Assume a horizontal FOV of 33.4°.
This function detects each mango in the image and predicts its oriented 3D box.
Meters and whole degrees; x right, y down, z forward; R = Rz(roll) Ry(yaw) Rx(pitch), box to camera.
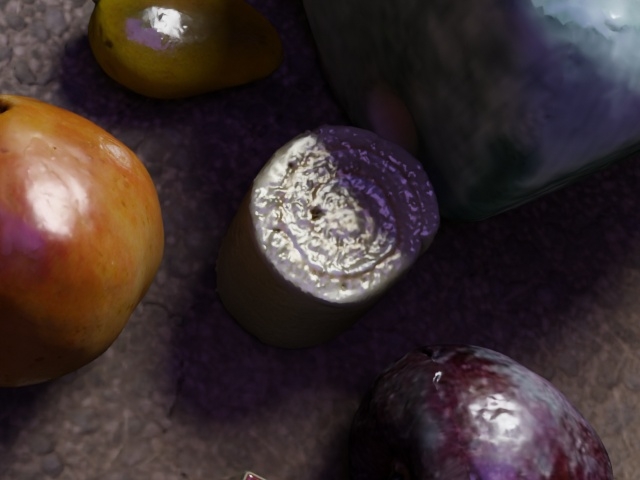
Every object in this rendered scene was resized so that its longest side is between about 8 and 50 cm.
[{"bbox_3d":[-0.109,-0.165,0.875,0.161,0.076,0.103,2,68,-20],"label":"mango"}]

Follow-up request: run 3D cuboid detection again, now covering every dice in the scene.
[{"bbox_3d":[0.187,-0.221,0.840,0.328,0.348,0.330,-22,87,-19],"label":"dice"}]

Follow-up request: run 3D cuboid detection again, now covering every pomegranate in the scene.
[{"bbox_3d":[-0.209,0.002,0.721,0.209,0.209,0.209,5,72,-16],"label":"pomegranate"}]

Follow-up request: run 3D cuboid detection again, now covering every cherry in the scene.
[{"bbox_3d":[0.116,0.169,0.787,0.195,0.195,0.195,5,72,-16],"label":"cherry"}]

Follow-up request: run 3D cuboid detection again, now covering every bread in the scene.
[{"bbox_3d":[0.000,0.000,0.822,0.148,0.141,0.134,-30,80,-25],"label":"bread"}]

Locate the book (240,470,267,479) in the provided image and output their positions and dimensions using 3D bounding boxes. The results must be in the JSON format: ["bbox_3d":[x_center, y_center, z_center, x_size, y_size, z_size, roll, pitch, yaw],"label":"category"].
[{"bbox_3d":[0.011,0.291,0.778,0.232,0.022,0.162,31,65,-15],"label":"book"}]
